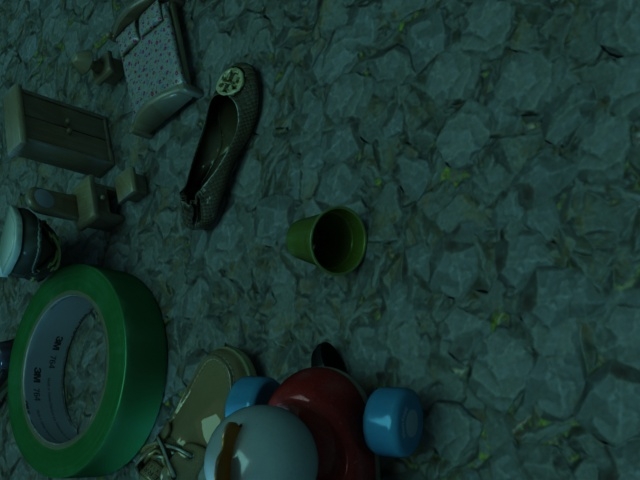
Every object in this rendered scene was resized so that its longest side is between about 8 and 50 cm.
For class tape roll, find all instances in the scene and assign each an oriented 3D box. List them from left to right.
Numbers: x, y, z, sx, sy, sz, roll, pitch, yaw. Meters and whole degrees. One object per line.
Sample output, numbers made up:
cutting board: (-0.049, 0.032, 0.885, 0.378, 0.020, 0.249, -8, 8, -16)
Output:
tape roll: (-0.365, 0.199, 1.316, 0.321, 0.077, 0.321, -11, 73, 40)

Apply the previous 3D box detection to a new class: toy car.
toy car: (-0.043, 0.243, 0.869, 0.219, 0.238, 0.210, 0, 89, 32)

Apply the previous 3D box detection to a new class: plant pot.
plant pot: (0.000, 0.000, 1.040, 0.079, 0.083, 0.083, 1, 80, 55)

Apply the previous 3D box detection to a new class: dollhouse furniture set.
dollhouse furniture set: (-0.313, -0.230, 1.307, 0.356, 0.174, 0.303, -33, 60, 33)

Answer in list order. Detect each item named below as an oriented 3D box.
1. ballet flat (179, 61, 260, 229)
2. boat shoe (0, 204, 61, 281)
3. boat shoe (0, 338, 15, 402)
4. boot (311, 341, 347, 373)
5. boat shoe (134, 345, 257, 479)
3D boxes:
ballet flat: (-0.149, -0.135, 1.213, 0.084, 0.058, 0.249, 22, 95, 42)
boat shoe: (-0.459, 0.011, 1.357, 0.305, 0.091, 0.109, 162, 115, -67)
boat shoe: (-0.594, 0.240, 1.501, 0.285, 0.092, 0.102, -31, 60, 32)
boot: (-0.010, 0.194, 1.016, 0.099, 0.045, 0.121, -33, 65, 29)
boat shoe: (-0.172, 0.299, 1.092, 0.122, 0.110, 0.340, 17, 91, 43)
